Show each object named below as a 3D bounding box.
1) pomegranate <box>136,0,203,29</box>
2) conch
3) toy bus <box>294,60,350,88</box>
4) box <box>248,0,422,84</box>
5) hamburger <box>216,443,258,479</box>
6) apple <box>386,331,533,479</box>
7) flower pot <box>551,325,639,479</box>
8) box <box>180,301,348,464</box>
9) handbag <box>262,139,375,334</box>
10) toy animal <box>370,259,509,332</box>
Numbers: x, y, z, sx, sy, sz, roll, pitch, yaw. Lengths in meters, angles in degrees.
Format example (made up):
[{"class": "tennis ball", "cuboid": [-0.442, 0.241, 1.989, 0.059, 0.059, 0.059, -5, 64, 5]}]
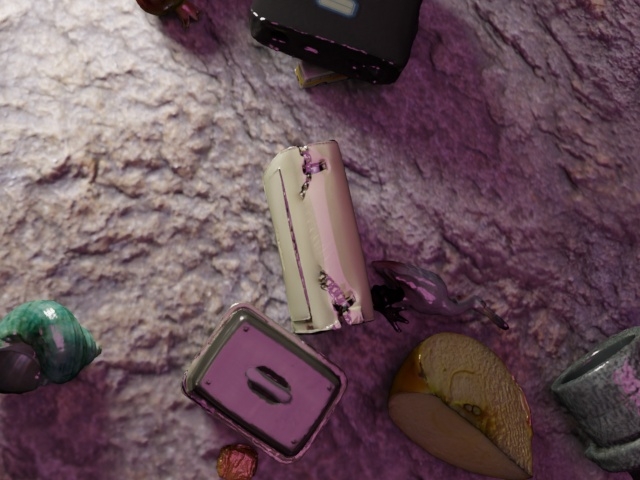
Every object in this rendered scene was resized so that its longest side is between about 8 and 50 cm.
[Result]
[{"class": "pomegranate", "cuboid": [-0.331, -0.527, 1.410, 0.129, 0.159, 0.129, -8, 50, 10]}, {"class": "conch", "cuboid": [-0.525, 0.204, 1.261, 0.202, 0.134, 0.196, 22, 120, -13]}, {"class": "toy bus", "cuboid": [0.031, -0.384, 1.477, 0.172, 0.072, 0.057, -16, 82, -14]}, {"class": "box", "cuboid": [0.041, -0.517, 1.445, 0.359, 0.091, 0.350, 18, 57, -8]}, {"class": "hamburger", "cuboid": [-0.167, 0.449, 1.340, 0.083, 0.044, 0.076, 17, 81, -6]}, {"class": "apple", "cuboid": [0.297, 0.348, 1.379, 0.346, 0.179, 0.254, 39, 96, -12]}, {"class": "flower pot", "cuboid": [0.666, 0.368, 1.414, 0.299, 0.299, 0.283, -35, 78, -13]}, {"class": "box", "cuboid": [-0.109, 0.282, 1.311, 0.290, 0.166, 0.220, 35, 78, -4]}, {"class": "handbag", "cuboid": [0.000, 0.000, 1.335, 0.160, 0.237, 0.358, -11, 85, -11]}, {"class": "toy animal", "cuboid": [0.230, 0.121, 1.428, 0.324, 0.090, 0.195, 7, 39, -28]}]
